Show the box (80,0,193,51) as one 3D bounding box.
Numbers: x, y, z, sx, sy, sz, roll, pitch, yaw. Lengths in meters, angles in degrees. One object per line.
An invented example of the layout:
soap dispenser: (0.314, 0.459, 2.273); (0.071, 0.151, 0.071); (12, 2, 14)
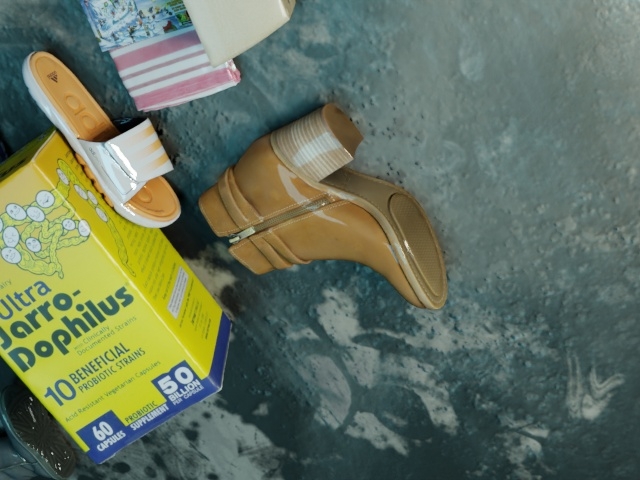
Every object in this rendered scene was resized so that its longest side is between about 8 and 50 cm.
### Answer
box: (-0.204, -0.274, 1.303); (0.137, 0.027, 0.094); (-10, 116, 25)

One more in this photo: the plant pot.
plant pot: (-0.086, -0.268, 1.258); (0.096, 0.109, 0.109); (-18, 114, 14)

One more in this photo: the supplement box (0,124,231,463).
supplement box: (-0.295, 0.060, 1.439); (0.194, 0.195, 0.356); (-33, 107, 12)

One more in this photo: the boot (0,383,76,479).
boot: (-0.498, 0.314, 1.778); (0.208, 0.076, 0.190); (-12, 114, 32)

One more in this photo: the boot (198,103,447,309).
boot: (0.000, 0.000, 1.385); (0.220, 0.109, 0.283); (-32, 105, 30)

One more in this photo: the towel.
towel: (-0.190, -0.252, 1.346); (0.144, 0.029, 0.197); (-13, 113, 25)

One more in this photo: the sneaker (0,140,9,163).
sneaker: (-0.477, -0.141, 1.463); (0.083, 0.098, 0.224); (-13, 115, 25)

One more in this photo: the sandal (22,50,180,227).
sandal: (-0.251, -0.129, 1.395); (0.076, 0.102, 0.265); (-31, 105, 32)
